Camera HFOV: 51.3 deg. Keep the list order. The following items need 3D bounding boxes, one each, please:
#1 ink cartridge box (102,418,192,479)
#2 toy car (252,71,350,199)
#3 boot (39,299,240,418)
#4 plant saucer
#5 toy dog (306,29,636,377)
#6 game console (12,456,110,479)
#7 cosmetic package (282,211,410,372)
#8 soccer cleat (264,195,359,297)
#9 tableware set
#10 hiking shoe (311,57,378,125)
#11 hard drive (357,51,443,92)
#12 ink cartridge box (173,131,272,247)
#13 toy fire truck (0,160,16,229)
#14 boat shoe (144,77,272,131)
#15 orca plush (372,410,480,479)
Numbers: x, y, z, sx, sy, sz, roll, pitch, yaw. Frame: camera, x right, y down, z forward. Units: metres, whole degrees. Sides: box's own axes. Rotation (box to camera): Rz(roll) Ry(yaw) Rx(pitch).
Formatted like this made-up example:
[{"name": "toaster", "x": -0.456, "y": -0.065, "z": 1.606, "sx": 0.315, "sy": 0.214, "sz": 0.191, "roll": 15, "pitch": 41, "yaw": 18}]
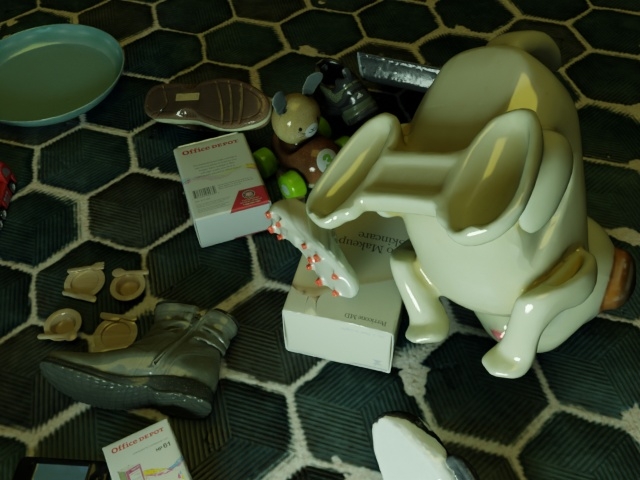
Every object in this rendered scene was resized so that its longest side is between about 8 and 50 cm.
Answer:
[{"name": "ink cartridge box", "x": -0.209, "y": 0.299, "z": 0.830, "sx": 0.088, "sy": 0.052, "sz": 0.122, "roll": -23, "pitch": 53, "yaw": -16}, {"name": "toy car", "x": -0.029, "y": -0.191, "z": 1.129, "sx": 0.155, "sy": 0.188, "sz": 0.149, "roll": -35, "pitch": 58, "yaw": -24}, {"name": "boot", "x": -0.247, "y": 0.154, "z": 0.941, "sx": 0.246, "sy": 0.083, "sz": 0.161, "roll": 10, "pitch": 46, "yaw": 1}, {"name": "plant saucer", "x": -0.553, "y": -0.332, "z": 1.351, "sx": 0.317, "sy": 0.044, "sz": 0.318, "roll": -1, "pitch": 52, "yaw": 1}, {"name": "toy dog", "x": 0.234, "y": -0.019, "z": 0.867, "sx": 0.284, "sy": 0.408, "sz": 0.396, "roll": -1, "pitch": 52, "yaw": 41}, {"name": "game console", "x": -0.335, "y": 0.309, "z": 0.813, "sx": 0.122, "sy": 0.071, "sz": 0.107, "roll": 3, "pitch": 52, "yaw": 3}, {"name": "cosmetic package", "x": 0.062, "y": 0.025, "z": 1.004, "sx": 0.160, "sy": 0.113, "sz": 0.310, "roll": 10, "pitch": 51, "yaw": 9}, {"name": "soccer cleat", "x": 0.000, "y": 0.000, "z": 0.914, "sx": 0.076, "sy": 0.068, "sz": 0.196, "roll": -29, "pitch": 52, "yaw": -22}, {"name": "tableware set", "x": -0.338, "y": 0.100, "z": 1.014, "sx": 0.141, "sy": 0.020, "sz": 0.169, "roll": 2, "pitch": 52, "yaw": 4}, {"name": "hiking shoe", "x": 0.025, "y": -0.282, "z": 1.209, "sx": 0.086, "sy": 0.114, "sz": 0.227, "roll": -32, "pitch": 26, "yaw": -15}, {"name": "hard drive", "x": 0.165, "y": -0.306, "z": 1.226, "sx": 0.171, "sy": 0.054, "sz": 0.254, "roll": 15, "pitch": 17, "yaw": 13}, {"name": "ink cartridge box", "x": -0.165, "y": -0.089, "z": 1.125, "sx": 0.127, "sy": 0.072, "sz": 0.175, "roll": -16, "pitch": 52, "yaw": -10}, {"name": "toy fire truck", "x": -0.562, "y": -0.076, "z": 1.086, "sx": 0.047, "sy": 0.135, "sz": 0.192, "roll": -2, "pitch": 51, "yaw": 0}, {"name": "boat shoe", "x": -0.192, "y": -0.242, "z": 1.220, "sx": 0.257, "sy": 0.095, "sz": 0.095, "roll": 12, "pitch": 84, "yaw": 24}, {"name": "orca plush", "x": 0.177, "y": 0.316, "z": 0.777, "sx": 0.102, "sy": 0.151, "sz": 0.287, "roll": -8, "pitch": 40, "yaw": -46}]
